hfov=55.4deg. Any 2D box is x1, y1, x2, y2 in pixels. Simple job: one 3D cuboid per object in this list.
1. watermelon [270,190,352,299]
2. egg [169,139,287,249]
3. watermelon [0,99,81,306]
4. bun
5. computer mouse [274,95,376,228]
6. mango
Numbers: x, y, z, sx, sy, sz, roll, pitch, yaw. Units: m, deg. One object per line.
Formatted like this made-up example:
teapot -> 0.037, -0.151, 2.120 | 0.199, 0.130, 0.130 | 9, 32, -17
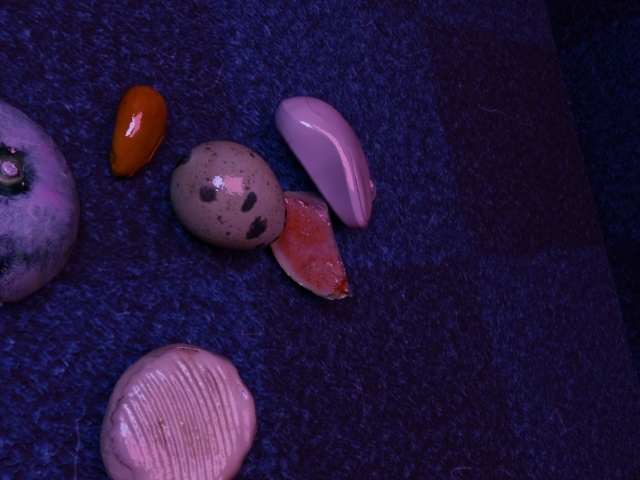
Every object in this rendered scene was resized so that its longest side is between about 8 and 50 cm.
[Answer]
watermelon -> -0.011, 0.001, 1.193 | 0.146, 0.128, 0.231 | -35, 108, -70
egg -> -0.151, -0.069, 1.047 | 0.228, 0.177, 0.177 | 40, 56, -35
watermelon -> -0.422, -0.093, 0.845 | 0.188, 0.175, 0.322 | -29, 96, -38
bun -> -0.212, 0.277, 0.922 | 0.238, 0.141, 0.239 | 13, 65, -29
computer mouse -> 0.029, -0.168, 1.214 | 0.297, 0.121, 0.184 | 54, 9, -3
mango -> -0.301, -0.182, 1.012 | 0.084, 0.105, 0.160 | 8, 76, -16
